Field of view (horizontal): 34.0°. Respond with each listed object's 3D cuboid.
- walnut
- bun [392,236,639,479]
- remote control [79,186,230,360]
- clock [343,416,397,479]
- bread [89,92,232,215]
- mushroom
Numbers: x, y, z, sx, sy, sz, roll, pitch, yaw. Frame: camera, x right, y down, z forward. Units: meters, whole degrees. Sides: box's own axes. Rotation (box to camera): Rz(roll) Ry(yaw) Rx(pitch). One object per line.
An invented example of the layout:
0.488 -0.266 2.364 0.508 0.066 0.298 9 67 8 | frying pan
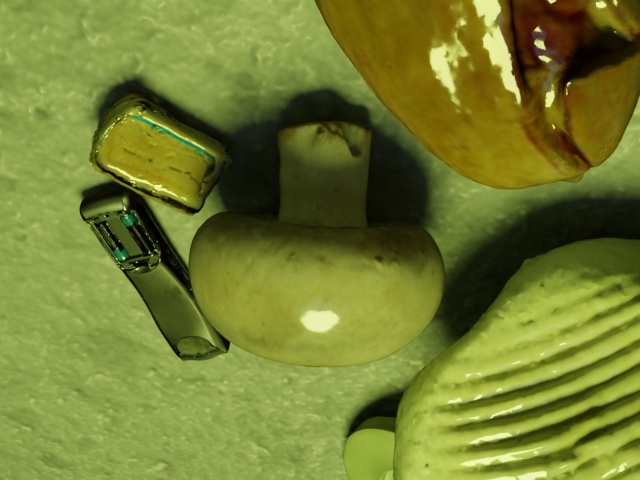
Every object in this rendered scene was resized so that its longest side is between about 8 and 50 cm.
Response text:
0.112 -0.153 0.663 0.203 0.203 0.298 -19 128 22 | walnut
0.240 0.185 0.859 0.349 0.352 0.227 -22 159 11 | bun
-0.148 0.037 0.960 0.059 0.028 0.212 -15 128 17 | remote control
0.121 0.272 1.059 0.235 0.029 0.235 31 144 25 | clock
-0.132 -0.070 0.851 0.106 0.053 0.072 29 105 -21 | bread
0.000 0.000 0.830 0.204 0.204 0.204 3 132 4 | mushroom
